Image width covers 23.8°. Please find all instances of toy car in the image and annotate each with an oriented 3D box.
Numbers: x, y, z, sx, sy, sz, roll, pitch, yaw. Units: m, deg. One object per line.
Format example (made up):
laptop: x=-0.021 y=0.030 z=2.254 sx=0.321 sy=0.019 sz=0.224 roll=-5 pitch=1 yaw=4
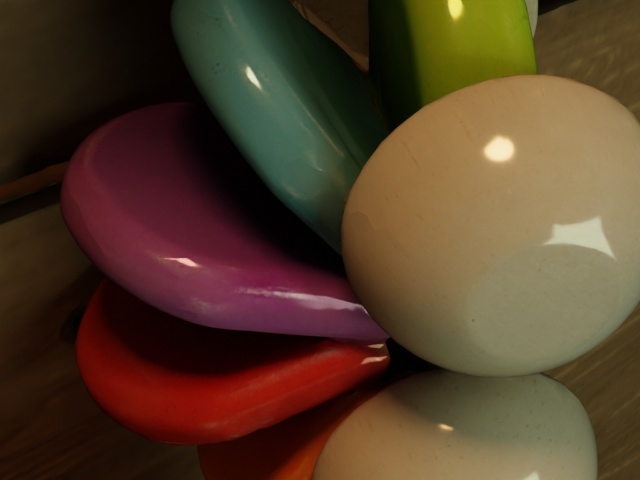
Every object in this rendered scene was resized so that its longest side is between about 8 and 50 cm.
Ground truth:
toy car: x=0.000 y=0.000 z=0.404 sx=0.136 sy=0.159 sz=0.182 roll=-2 pitch=127 yaw=-11
